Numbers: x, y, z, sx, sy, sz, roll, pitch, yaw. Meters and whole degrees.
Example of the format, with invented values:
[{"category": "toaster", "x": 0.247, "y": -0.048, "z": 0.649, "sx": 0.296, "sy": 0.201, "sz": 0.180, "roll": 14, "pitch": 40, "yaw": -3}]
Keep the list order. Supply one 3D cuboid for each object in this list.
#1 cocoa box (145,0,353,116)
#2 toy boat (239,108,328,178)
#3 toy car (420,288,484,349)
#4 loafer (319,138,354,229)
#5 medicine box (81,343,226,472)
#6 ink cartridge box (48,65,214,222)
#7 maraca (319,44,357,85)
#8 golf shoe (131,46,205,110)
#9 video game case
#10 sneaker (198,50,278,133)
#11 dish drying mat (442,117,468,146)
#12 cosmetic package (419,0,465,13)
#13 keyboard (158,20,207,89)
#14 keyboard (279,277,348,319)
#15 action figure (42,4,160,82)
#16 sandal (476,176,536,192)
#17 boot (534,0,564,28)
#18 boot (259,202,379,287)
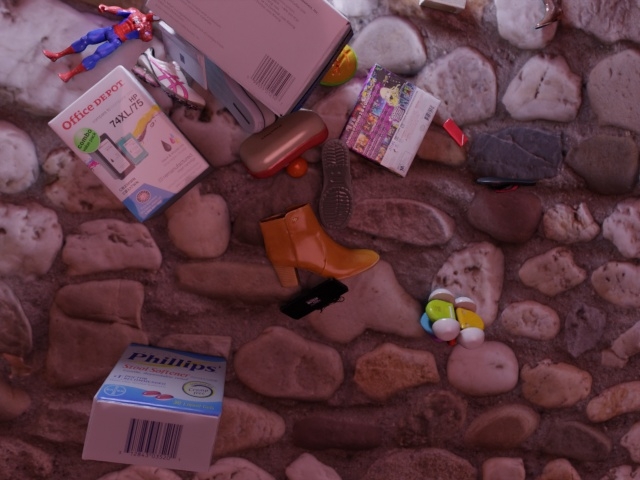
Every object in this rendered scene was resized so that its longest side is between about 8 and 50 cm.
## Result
[{"category": "cocoa box", "x": -0.131, "y": -0.469, "z": 0.925, "sx": 0.347, "sy": 0.228, "sz": 0.231, "roll": 38, "pitch": 110, "yaw": -7}, {"category": "toy boat", "x": -0.079, "y": -0.224, "z": 1.102, "sx": 0.231, "sy": 0.151, "sz": 0.151, "roll": -37, "pitch": 133, "yaw": -3}, {"category": "toy car", "x": 0.371, "y": 0.240, "z": 1.247, "sx": 0.182, "sy": 0.159, "sz": 0.136, "roll": 21, "pitch": 130, "yaw": -13}, {"category": "loafer", "x": 0.047, "y": -0.149, "z": 1.145, "sx": 0.094, "sy": 0.087, "sz": 0.251, "roll": 5, "pitch": 115, "yaw": 6}, {"category": "medicine box", "x": -0.375, "y": 0.389, "z": 1.042, "sx": 0.263, "sy": 0.289, "sz": 0.149, "roll": 13, "pitch": 98, "yaw": -12}, {"category": "ink cartridge box", "x": -0.414, "y": -0.211, "z": 0.995, "sx": 0.198, "sy": 0.197, "sz": 0.270, "roll": -41, "pitch": 102, "yaw": -3}, {"category": "maraca", "x": 0.002, "y": -0.452, "z": 1.089, "sx": 0.186, "sy": 0.099, "sz": 0.127, "roll": 6, "pitch": 78, "yaw": -3}, {"category": "golf shoe", "x": -0.355, "y": -0.389, "z": 1.047, "sx": 0.186, "sy": 0.067, "sz": 0.086, "roll": 32, "pitch": 90, "yaw": -13}, {"category": "video game case", "x": 0.184, "y": -0.318, "z": 1.169, "sx": 0.210, "sy": 0.042, "sz": 0.232, "roll": 24, "pitch": 93, "yaw": -13}, {"category": "sneaker", "x": -0.202, "y": -0.376, "z": 1.064, "sx": 0.091, "sy": 0.094, "sz": 0.258, "roll": -32, "pitch": 86, "yaw": -38}, {"category": "dish drying mat", "x": 0.382, "y": -0.305, "z": 1.224, "sx": 0.032, "sy": 0.008, "sz": 0.083, "roll": -46, "pitch": 103, "yaw": 0}, {"category": "cosmetic package", "x": 0.326, "y": -0.649, "z": 1.148, "sx": 0.115, "sy": 0.041, "sz": 0.060, "roll": 8, "pitch": 97, "yaw": -11}, {"category": "keyboard", "x": -0.309, "y": -0.417, "z": 0.967, "sx": 0.014, "sy": 0.256, "sz": 0.072, "roll": -25, "pitch": 139, "yaw": -23}, {"category": "keyboard", "x": -0.014, "y": 0.156, "z": 1.177, "sx": 0.192, "sy": 0.038, "sz": 0.100, "roll": -32, "pitch": 129, "yaw": 24}, {"category": "action figure", "x": -0.489, "y": -0.467, "z": 0.981, "sx": 0.280, "sy": 0.139, "sz": 0.091, "roll": -31, "pitch": 103, "yaw": -7}, {"category": "sandal", "x": 0.537, "y": -0.157, "z": 1.248, "sx": 0.179, "sy": 0.067, "sz": 0.040, "roll": 1, "pitch": 109, "yaw": -13}, {"category": "boot", "x": 0.622, "y": -0.659, "z": 1.202, "sx": 0.106, "sy": 0.037, "sz": 0.114, "roll": -30, "pitch": 106, "yaw": -18}, {"category": "boot", "x": -0.001, "y": 0.000, "z": 1.140, "sx": 0.295, "sy": 0.104, "sz": 0.211, "roll": -13, "pitch": 111, "yaw": 0}]
